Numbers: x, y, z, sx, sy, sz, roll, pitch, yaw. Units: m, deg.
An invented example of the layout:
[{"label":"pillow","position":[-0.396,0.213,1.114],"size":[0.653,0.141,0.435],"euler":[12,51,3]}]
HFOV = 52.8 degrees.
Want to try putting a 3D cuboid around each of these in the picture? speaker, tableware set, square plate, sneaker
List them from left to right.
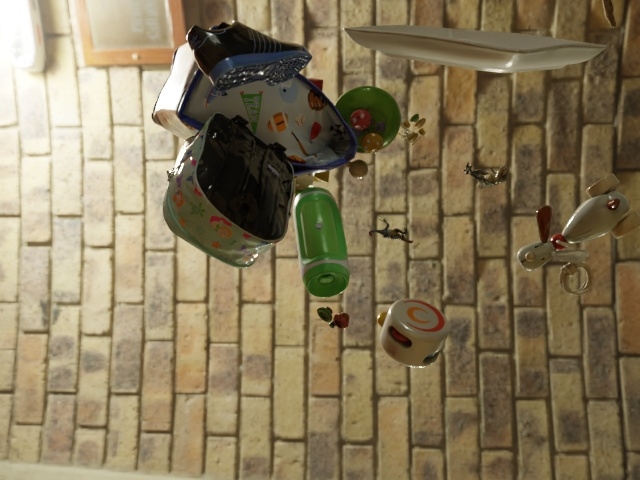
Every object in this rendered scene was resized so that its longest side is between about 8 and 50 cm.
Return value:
[{"label":"sneaker","position":[-0.101,-0.288,0.973],"size":[0.090,0.081,0.232],"euler":[56,-145,5]},{"label":"speaker","position":[0.000,0.000,1.691],"size":[0.131,0.131,0.296],"euler":[87,176,-49]},{"label":"tableware set","position":[0.327,-0.392,2.255],"size":[0.024,0.104,0.154],"euler":[55,-163,23]},{"label":"square plate","position":[0.275,-0.345,1.150],"size":[0.347,0.344,0.049],"euler":[-18,-60,-44]}]

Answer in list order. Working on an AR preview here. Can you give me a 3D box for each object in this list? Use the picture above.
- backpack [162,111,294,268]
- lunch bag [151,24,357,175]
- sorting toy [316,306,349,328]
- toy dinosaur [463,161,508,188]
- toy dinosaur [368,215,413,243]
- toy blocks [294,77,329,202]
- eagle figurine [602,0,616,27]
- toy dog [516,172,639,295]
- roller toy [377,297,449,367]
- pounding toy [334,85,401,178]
[{"label":"backpack","position":[-0.167,-0.076,1.158],"size":[0.225,0.191,0.253],"euler":[35,-149,-28]},{"label":"lunch bag","position":[-0.143,-0.266,1.418],"size":[0.328,0.385,0.239],"euler":[23,92,63]},{"label":"sorting toy","position":[0.041,0.210,1.785],"size":[0.042,0.102,0.061],"euler":[-43,-34,-34]},{"label":"toy dinosaur","position":[0.539,-0.214,2.161],"size":[0.064,0.118,0.268],"euler":[-60,2,-4]},{"label":"toy dinosaur","position":[0.154,-0.010,1.470],"size":[0.090,0.082,0.047],"euler":[55,-134,-37]},{"label":"toy blocks","position":[-0.053,-0.307,1.842],"size":[0.261,0.190,0.381],"euler":[105,171,-75]},{"label":"eagle figurine","position":[0.647,-0.563,1.250],"size":[0.225,0.298,0.226],"euler":[-125,23,-58]},{"label":"toy dog","position":[0.669,-0.028,1.664],"size":[0.334,0.220,0.161],"euler":[-56,-21,11]},{"label":"roller toy","position":[0.281,0.284,1.965],"size":[0.191,0.209,0.146],"euler":[-87,11,-58]},{"label":"pounding toy","position":[0.101,-0.266,1.635],"size":[0.237,0.183,0.110],"euler":[-53,17,28]}]
